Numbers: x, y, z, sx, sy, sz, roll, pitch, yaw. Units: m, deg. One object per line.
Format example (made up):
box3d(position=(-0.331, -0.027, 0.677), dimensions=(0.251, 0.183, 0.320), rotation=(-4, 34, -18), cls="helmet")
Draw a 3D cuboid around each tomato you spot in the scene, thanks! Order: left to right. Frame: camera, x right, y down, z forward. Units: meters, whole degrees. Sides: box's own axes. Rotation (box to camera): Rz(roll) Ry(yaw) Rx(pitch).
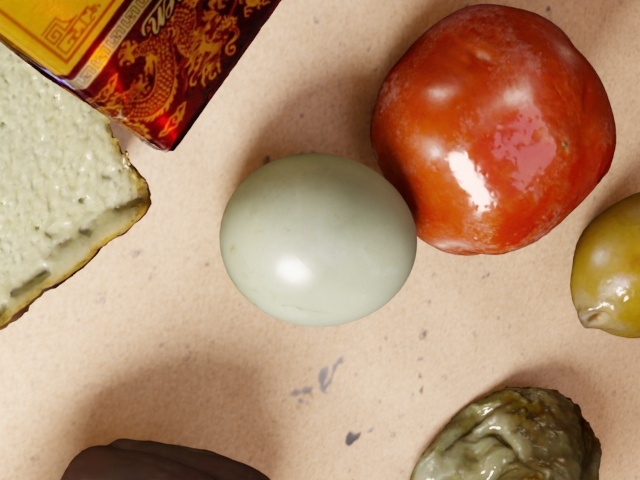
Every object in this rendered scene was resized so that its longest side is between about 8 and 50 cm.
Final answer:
box3d(position=(0.161, -0.101, 1.579), dimensions=(0.232, 0.188, 0.232), rotation=(-16, 115, -38), cls="tomato")

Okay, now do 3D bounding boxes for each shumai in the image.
box3d(position=(0.231, 0.284, 1.790), dimensions=(0.272, 0.203, 0.222), rotation=(-29, 125, -34), cls="shumai")

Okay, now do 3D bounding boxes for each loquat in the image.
box3d(position=(0.332, 0.029, 1.809), dimensions=(0.195, 0.152, 0.152), rotation=(-43, 131, -36), cls="loquat")

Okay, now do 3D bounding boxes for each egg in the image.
box3d(position=(0.000, 0.000, 1.507), dimensions=(0.192, 0.149, 0.149), rotation=(6, 103, -49), cls="egg")

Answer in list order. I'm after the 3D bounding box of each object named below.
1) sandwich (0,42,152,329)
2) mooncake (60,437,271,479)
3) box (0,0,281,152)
box3d(position=(-0.255, -0.068, 1.300), dimensions=(0.226, 0.087, 0.251), rotation=(-47, 132, -29), cls="sandwich")
box3d(position=(-0.130, 0.320, 1.449), dimensions=(0.306, 0.154, 0.306), rotation=(6, 90, -70), cls="mooncake")
box3d(position=(-0.169, -0.261, 1.131), dimensions=(0.264, 0.115, 0.415), rotation=(-56, 140, -2), cls="box")
